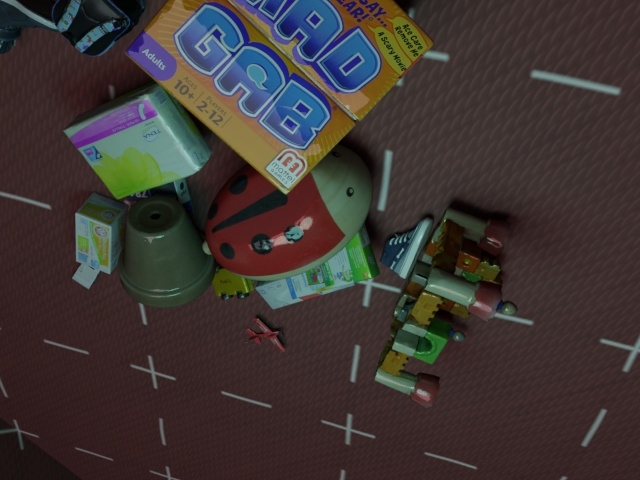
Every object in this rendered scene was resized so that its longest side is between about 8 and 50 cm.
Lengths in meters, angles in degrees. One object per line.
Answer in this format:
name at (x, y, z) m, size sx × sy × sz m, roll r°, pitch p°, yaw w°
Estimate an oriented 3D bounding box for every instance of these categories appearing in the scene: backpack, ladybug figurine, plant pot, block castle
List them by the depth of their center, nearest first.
backpack at (-0.497, -0.502, 1.630) m, size 0.158 × 0.116 × 0.173 m, roll 44°, pitch 130°, yaw -19°
ladybug figurine at (-0.097, -0.070, 1.720) m, size 0.449 × 0.162 × 0.305 m, roll -29°, pitch 75°, yaw 17°
block castle at (0.312, 0.169, 1.780) m, size 0.213 × 0.303 × 0.453 m, roll 21°, pitch 135°, yaw 1°
plant pot at (-0.415, 0.008, 1.934) m, size 0.263 × 0.263 × 0.229 m, roll 12°, pitch 139°, yaw 11°

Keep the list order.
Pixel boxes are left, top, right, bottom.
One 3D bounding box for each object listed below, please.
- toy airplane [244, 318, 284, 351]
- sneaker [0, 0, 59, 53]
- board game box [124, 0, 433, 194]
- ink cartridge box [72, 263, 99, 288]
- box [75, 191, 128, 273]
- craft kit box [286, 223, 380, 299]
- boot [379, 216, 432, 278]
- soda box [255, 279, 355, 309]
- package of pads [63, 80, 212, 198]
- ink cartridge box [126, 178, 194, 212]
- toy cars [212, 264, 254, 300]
toy airplane at (-0.172, 0.292, 2.264) m, size 0.151 × 0.028 × 0.151 m, roll 11°, pitch 132°, yaw 13°
sneaker at (-0.700, -0.497, 1.724) m, size 0.226 × 0.086 × 0.163 m, roll 29°, pitch 124°, yaw 9°
board game box at (-0.069, -0.372, 1.336) m, size 0.356 × 0.356 × 0.356 m, roll 41°, pitch 106°, yaw -16°
ink cartridge box at (-0.730, 0.100, 2.312) m, size 0.063 × 0.029 × 0.115 m, roll 36°, pitch 132°, yaw -10°
box at (-0.627, -0.020, 2.115) m, size 0.114 × 0.103 × 0.203 m, roll 20°, pitch 134°, yaw 4°
craft kit box at (0.000, 0.000, 1.844) m, size 0.247 × 0.061 × 0.249 m, roll -17°, pitch 91°, yaw 35°
boot at (0.210, 0.006, 1.841) m, size 0.086 × 0.069 × 0.190 m, roll 32°, pitch 127°, yaw 16°
soda box at (-0.033, 0.094, 1.990) m, size 0.286 × 0.098 × 0.091 m, roll -19°, pitch 121°, yaw 33°
package of pads at (-0.434, -0.233, 1.770) m, size 0.297 × 0.101 × 0.229 m, roll -15°, pitch 122°, yaw 30°
ink cartridge box at (-0.446, -0.192, 1.923) m, size 0.166 × 0.065 × 0.332 m, roll 5°, pitch 132°, yaw 17°
toy cars at (-0.209, 0.031, 2.005) m, size 0.176 × 0.087 × 0.393 m, roll 46°, pitch 139°, yaw 28°
